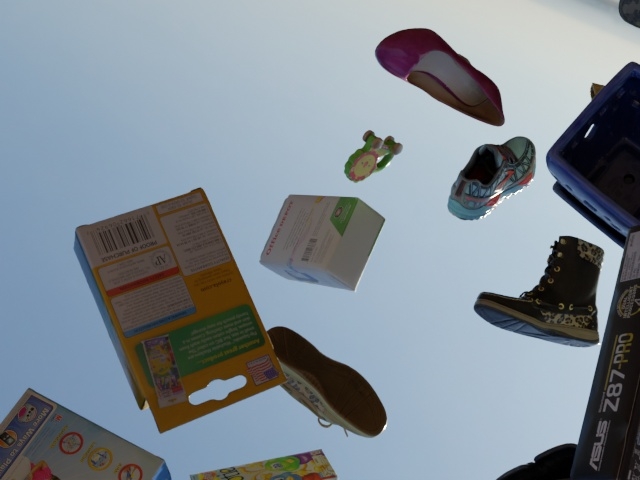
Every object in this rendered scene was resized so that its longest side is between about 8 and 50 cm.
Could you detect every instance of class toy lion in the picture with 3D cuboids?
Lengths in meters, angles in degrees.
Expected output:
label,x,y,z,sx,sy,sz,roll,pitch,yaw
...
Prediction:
label,x,y,z,sx,sy,sz,roll,pitch,yaw
toy lion,0.087,-0.142,1.827,0.100,0.096,0.034,6,-149,-52

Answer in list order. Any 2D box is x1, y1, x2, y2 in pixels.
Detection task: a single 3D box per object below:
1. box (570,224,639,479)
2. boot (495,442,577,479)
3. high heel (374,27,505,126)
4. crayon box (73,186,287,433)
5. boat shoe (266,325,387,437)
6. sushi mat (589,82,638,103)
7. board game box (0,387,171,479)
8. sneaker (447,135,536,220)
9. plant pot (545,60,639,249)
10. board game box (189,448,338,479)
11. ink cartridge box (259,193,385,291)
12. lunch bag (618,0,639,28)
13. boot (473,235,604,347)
label,x,y,z,sx,sy,sz,roll,pitch,yaw
box,0.524,0.212,1.458,0.318,0.395,0.097,31,154,-24
boot,0.316,0.414,1.544,0.222,0.338,0.118,26,-149,-30
high heel,0.173,-0.223,1.472,0.244,0.082,0.117,13,-140,-54
crayon box,-0.208,0.105,1.527,0.203,0.083,0.323,-19,-105,-21
boat shoe,0.001,0.276,1.969,0.285,0.089,0.104,40,-132,12
sushi mat,0.708,-0.247,2.130,0.316,0.019,0.151,14,-142,5
board game box,-0.467,0.453,1.793,0.302,0.086,0.308,24,-120,18
sneaker,0.362,-0.148,2.119,0.104,0.125,0.262,30,-127,26
plant pot,0.545,-0.124,1.806,0.236,0.236,0.212,42,174,18
board game box,-0.108,0.528,2.067,0.275,0.144,0.142,-8,-166,-12
ink cartridge box,0.000,0.000,1.968,0.093,0.154,0.212,34,162,-37
lunch bag,0.640,-0.507,1.762,0.212,0.305,0.256,20,-142,8
boot,0.382,0.075,1.793,0.236,0.179,0.085,17,164,-15
